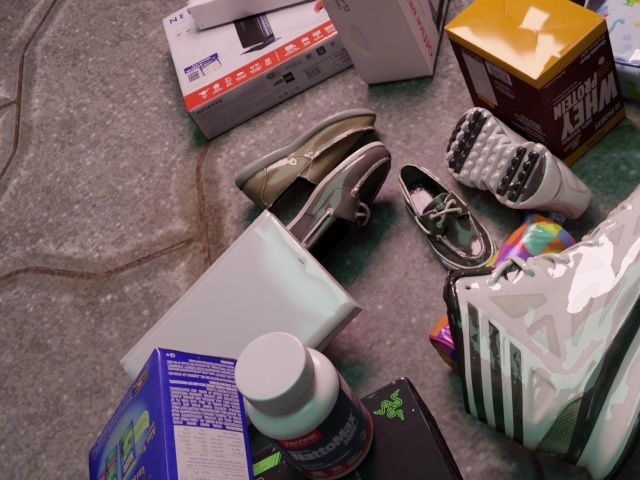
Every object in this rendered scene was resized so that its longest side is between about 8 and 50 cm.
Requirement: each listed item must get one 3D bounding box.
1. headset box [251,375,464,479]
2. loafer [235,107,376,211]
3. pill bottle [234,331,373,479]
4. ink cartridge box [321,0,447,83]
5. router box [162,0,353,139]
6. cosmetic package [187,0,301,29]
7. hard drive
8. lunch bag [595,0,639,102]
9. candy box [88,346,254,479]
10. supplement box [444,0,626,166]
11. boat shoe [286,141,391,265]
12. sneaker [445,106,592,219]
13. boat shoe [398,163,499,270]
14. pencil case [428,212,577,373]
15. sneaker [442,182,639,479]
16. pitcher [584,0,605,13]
[{"bbox_3d":[0.055,0.330,1.078,0.246,0.131,0.283,-28,47,5],"label":"headset box"},{"bbox_3d":[-0.012,-0.126,1.500,0.251,0.094,0.087,-30,82,1],"label":"loafer"},{"bbox_3d":[-0.020,0.180,1.021,0.108,0.180,0.108,-14,50,17],"label":"pill bottle"},{"bbox_3d":[0.123,-0.451,1.570,0.131,0.226,0.306,-4,55,26],"label":"ink cartridge box"},{"bbox_3d":[-0.111,-0.378,1.729,0.335,0.082,0.301,-27,48,6],"label":"router box"},{"bbox_3d":[-0.121,-0.466,1.704,0.239,0.060,0.099,-11,53,20],"label":"cosmetic package"},{"bbox_3d":[-0.116,0.134,1.305,0.307,0.040,0.203,-46,65,4],"label":"hard drive"},{"bbox_3d":[0.493,-0.285,1.350,0.219,0.090,0.176,26,68,37],"label":"lunch bag"},{"bbox_3d":[-0.178,0.334,1.101,0.268,0.122,0.317,-53,36,40],"label":"candy box"},{"bbox_3d":[0.310,-0.241,1.336,0.129,0.194,0.191,-41,48,-6],"label":"supplement box"},{"bbox_3d":[0.000,0.000,1.383,0.335,0.112,0.095,-44,66,-2],"label":"boat shoe"},{"bbox_3d":[0.272,-0.104,1.323,0.110,0.118,0.292,-63,27,15],"label":"sneaker"},{"bbox_3d":[0.174,-0.030,1.330,0.078,0.070,0.219,-36,48,-2],"label":"boat shoe"},{"bbox_3d":[0.243,0.071,1.203,0.236,0.104,0.104,-48,49,-11],"label":"pencil case"},{"bbox_3d":[0.290,0.023,1.073,0.257,0.169,0.447,21,71,15],"label":"sneaker"},{"bbox_3d":[0.429,-0.462,1.507,0.178,0.125,0.207,-25,56,-20],"label":"pitcher"}]
